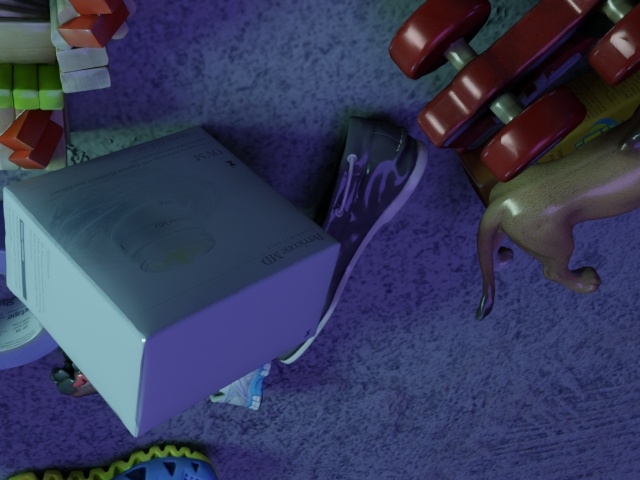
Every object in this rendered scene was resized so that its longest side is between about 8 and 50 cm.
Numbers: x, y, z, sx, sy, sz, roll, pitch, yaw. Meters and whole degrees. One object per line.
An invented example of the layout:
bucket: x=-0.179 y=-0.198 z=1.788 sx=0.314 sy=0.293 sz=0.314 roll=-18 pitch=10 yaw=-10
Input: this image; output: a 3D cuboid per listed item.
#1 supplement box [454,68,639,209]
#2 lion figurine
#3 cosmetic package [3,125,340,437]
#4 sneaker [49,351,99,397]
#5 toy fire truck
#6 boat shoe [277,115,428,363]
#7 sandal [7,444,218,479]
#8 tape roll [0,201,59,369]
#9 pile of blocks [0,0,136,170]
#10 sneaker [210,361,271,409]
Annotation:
supplement box: x=0.282 y=-0.122 z=0.966 sx=0.233 sy=0.080 sz=0.078 roll=-31 pitch=137 yaw=7
lion figurine: x=0.296 y=-0.068 z=0.858 sx=0.392 sy=0.142 sz=0.240 roll=-38 pitch=145 yaw=5
cosmetic package: x=-0.144 y=0.025 z=0.793 sx=0.224 sy=0.225 sz=0.138 roll=-26 pitch=146 yaw=-39
sneaker: x=-0.191 y=0.139 z=1.014 sx=0.276 sy=0.097 sz=0.135 roll=-26 pitch=116 yaw=5
toy fire truck: x=0.223 y=-0.197 z=0.805 sx=0.302 sy=0.169 sz=0.254 roll=-43 pitch=172 yaw=20
boat shoe: x=0.000 y=0.000 z=0.971 sx=0.096 sy=0.112 sz=0.335 roll=25 pitch=116 yaw=-16
sandal: x=-0.303 y=0.398 z=1.214 sx=0.318 sy=0.138 sz=0.126 roll=-12 pitch=133 yaw=-11
tape roll: x=-0.362 y=0.052 z=0.898 sx=0.189 sy=0.080 sz=0.189 roll=-11 pitch=135 yaw=-11
pile of blocks: x=-0.226 y=-0.189 z=0.692 sx=0.149 sy=0.112 sz=0.362 roll=17 pitch=124 yaw=-32
sneaker: x=-0.113 y=0.165 z=1.107 sx=0.083 sy=0.071 sz=0.190 roll=2 pitch=132 yaw=-14
